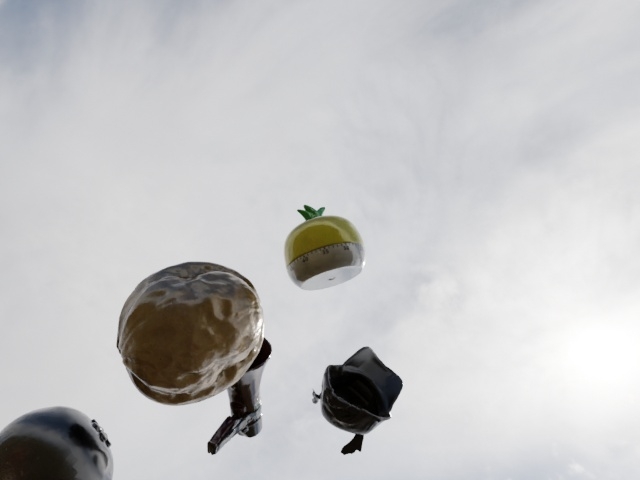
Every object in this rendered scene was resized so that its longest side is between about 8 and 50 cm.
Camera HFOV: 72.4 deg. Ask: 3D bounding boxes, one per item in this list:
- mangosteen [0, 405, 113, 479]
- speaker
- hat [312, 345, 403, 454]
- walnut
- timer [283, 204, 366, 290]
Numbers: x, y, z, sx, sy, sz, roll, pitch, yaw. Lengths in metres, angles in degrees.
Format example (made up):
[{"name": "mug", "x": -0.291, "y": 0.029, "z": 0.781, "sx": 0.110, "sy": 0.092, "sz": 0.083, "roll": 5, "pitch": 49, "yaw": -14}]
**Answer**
[{"name": "mangosteen", "x": -0.652, "y": 0.540, "z": 1.010, "sx": 0.297, "sy": 0.313, "sz": 0.297, "roll": 4, "pitch": -85, "yaw": 48}, {"name": "speaker", "x": -0.240, "y": 0.494, "z": 1.355, "sx": 0.198, "sy": 0.259, "sz": 0.330, "roll": -3, "pitch": -73, "yaw": -5}, {"name": "hat", "x": 0.105, "y": 0.504, "z": 1.388, "sx": 0.238, "sy": 0.336, "sz": 0.209, "roll": 41, "pitch": -61, "yaw": 19}, {"name": "walnut", "x": -0.335, "y": 0.236, "z": 1.154, "sx": 0.383, "sy": 0.383, "sz": 0.384, "roll": 3, "pitch": -77, "yaw": 12}, {"name": "timer", "x": 0.000, "y": 0.000, "z": 1.401, "sx": 0.285, "sy": 0.285, "sz": 0.285, "roll": 3, "pitch": -77, "yaw": 12}]
